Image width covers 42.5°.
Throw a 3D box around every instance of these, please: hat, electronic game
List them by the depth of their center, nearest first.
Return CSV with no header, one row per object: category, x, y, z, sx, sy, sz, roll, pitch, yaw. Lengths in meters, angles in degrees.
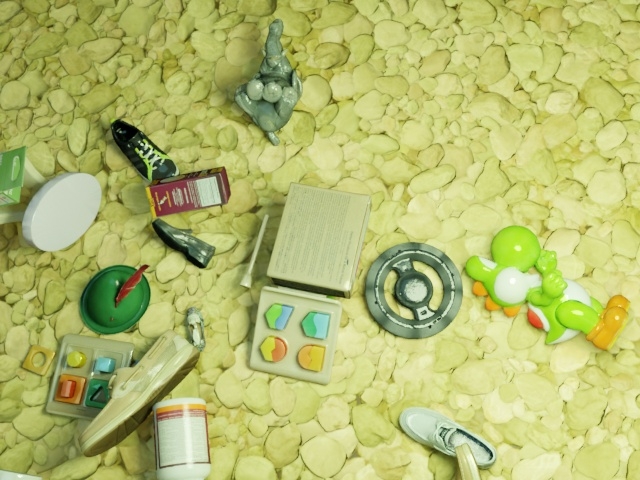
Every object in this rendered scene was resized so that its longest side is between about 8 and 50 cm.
electronic game,0.218,0.116,1.923,0.229,0.048,0.229,0,78,2
hat,-0.502,0.107,1.934,0.173,0.183,0.208,42,80,18

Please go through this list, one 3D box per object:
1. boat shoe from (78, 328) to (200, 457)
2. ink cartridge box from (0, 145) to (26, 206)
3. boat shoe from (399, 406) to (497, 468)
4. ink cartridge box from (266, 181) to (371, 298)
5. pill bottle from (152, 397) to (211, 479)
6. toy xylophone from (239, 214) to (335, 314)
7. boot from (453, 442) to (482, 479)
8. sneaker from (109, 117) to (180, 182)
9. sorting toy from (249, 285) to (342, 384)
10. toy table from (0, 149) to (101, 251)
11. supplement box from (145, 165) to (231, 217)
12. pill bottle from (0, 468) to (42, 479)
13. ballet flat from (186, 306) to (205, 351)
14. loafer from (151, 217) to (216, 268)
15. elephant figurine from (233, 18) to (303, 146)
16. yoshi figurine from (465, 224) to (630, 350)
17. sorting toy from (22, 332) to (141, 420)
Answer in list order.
boat shoe,-0.423,0.340,1.852,0.110,0.121,0.341,38,56,12
ink cartridge box,-0.745,-0.137,1.895,0.209,0.062,0.108,-12,63,19
boat shoe,0.279,0.424,1.791,0.228,0.081,0.079,24,75,13
ink cartridge box,0.000,0.000,1.879,0.193,0.088,0.234,12,72,9
pill bottle,-0.305,0.467,1.820,0.121,0.121,0.221,-9,71,3
toy xylophone,-0.048,0.054,1.956,0.236,0.081,0.322,19,74,12
boot,0.242,0.561,1.717,0.204,0.095,0.261,-7,96,7
sneaker,-0.459,-0.226,2.092,0.235,0.097,0.084,39,80,17
sorting toy,-0.059,0.219,1.874,0.193,0.038,0.208,10,102,10
toy table,-0.678,-0.087,2.003,0.161,0.274,0.252,12,106,18
supplement box,-0.322,-0.120,2.024,0.188,0.104,0.080,-11,105,3
pill bottle,-0.703,0.653,1.776,0.169,0.169,0.301,8,72,9
ballet flat,-0.296,0.207,1.954,0.041,0.041,0.114,-15,70,1
loafer,-0.333,-0.003,2.008,0.170,0.062,0.061,39,65,-10
elephant figurine,-0.113,-0.406,2.096,0.169,0.186,0.239,30,44,-19
yoshi figurine,0.511,0.085,1.838,0.362,0.203,0.203,25,60,17
sorting toy,-0.548,0.321,1.938,0.348,0.047,0.195,7,72,9
